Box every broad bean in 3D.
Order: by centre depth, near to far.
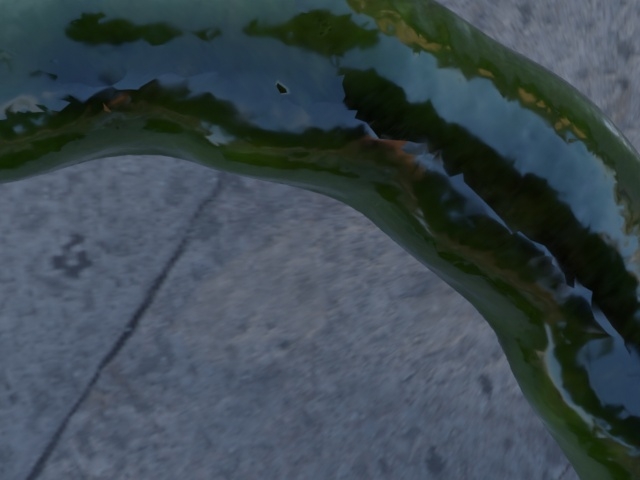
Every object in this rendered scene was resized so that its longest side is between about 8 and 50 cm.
[{"bbox_3d":[0.000,0.000,0.393,0.292,0.049,0.144,15,119,-10],"label":"broad bean"}]
